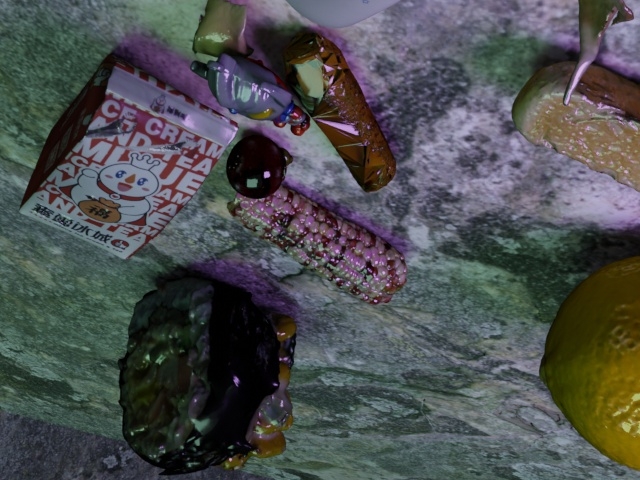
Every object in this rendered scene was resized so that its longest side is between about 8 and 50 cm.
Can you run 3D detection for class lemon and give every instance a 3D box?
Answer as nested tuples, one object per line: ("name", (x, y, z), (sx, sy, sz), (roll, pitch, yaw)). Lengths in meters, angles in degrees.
("lemon", (0.413, 0.145, 0.995), (0.293, 0.293, 0.293), (13, 152, 7))

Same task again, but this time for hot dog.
("hot dog", (0.300, -0.105, 0.807), (0.243, 0.073, 0.084), (22, 150, -11))

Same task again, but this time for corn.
("corn", (0.000, 0.000, 1.156), (0.281, 0.092, 0.092), (30, 150, -18))

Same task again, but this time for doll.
("doll", (-0.069, -0.155, 0.886), (0.104, 0.062, 0.195), (46, -171, 21))

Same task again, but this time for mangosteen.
("mangosteen", (-0.077, -0.089, 1.042), (0.081, 0.080, 0.081), (13, 152, 7))

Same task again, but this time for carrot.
("carrot", (0.027, -0.135, 0.924), (0.069, 0.068, 0.228), (1, 149, 28))

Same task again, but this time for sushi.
("sushi", (-0.164, 0.236, 1.464), (0.285, 0.327, 0.329), (20, 142, -36))

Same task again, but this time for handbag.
("handbag", (-0.231, -0.111, 1.032), (0.171, 0.151, 0.298), (27, 144, -27))

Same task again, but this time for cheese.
("cheese", (-0.101, -0.213, 0.865), (0.060, 0.041, 0.084), (16, 153, 2))

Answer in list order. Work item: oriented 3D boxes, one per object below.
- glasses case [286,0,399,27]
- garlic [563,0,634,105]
("glasses case", (0.054, -0.247, 0.698), (0.092, 0.059, 0.233), (33, 150, -30))
("garlic", (0.173, -0.251, 0.490), (0.151, 0.196, 0.338), (15, 161, 11))
